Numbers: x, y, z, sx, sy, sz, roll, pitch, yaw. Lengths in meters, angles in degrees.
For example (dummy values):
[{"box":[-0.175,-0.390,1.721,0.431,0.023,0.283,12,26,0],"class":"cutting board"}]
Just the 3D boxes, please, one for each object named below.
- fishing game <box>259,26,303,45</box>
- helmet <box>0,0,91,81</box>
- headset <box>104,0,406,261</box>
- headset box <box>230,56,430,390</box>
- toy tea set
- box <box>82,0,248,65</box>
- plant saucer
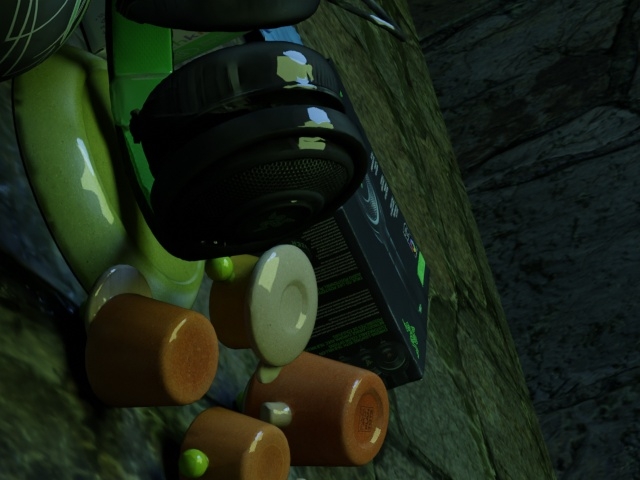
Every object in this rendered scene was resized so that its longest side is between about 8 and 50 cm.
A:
[{"box":[-0.050,-0.238,1.631,0.264,0.041,0.189,57,15,-9],"class":"fishing game"},{"box":[-0.195,-0.172,0.695,0.161,0.169,0.169,27,20,-2],"class":"helmet"},{"box":[-0.074,-0.112,0.746,0.394,0.185,0.243,-13,-94,64],"class":"headset"},{"box":[0.000,0.000,1.255,0.246,0.131,0.283,-75,142,-67],"class":"headset box"},{"box":[-0.069,0.114,0.939,0.200,0.124,0.336,-63,141,-32],"class":"toy tea set"},{"box":[-0.092,-0.298,1.082,0.231,0.262,0.127,69,13,8],"class":"box"},{"box":[-0.145,-0.043,0.963,0.241,0.037,0.241,-21,90,-77],"class":"plant saucer"}]
